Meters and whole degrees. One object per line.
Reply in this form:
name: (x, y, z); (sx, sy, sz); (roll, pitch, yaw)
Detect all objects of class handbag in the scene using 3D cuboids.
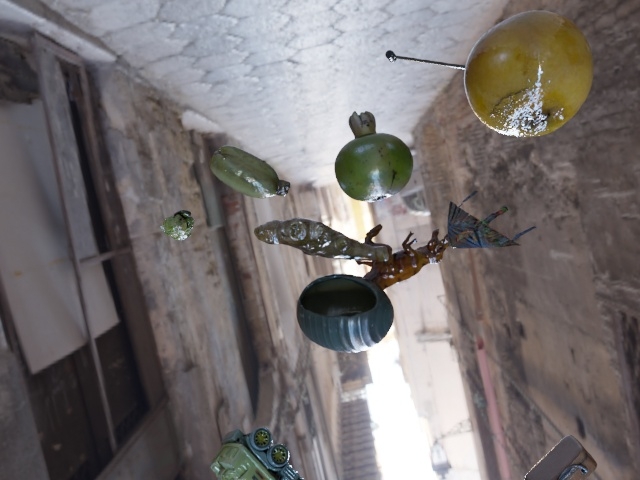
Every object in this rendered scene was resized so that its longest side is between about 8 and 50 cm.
handbag: (0.684, 0.658, 1.947); (0.193, 0.072, 0.151); (-42, -176, 3)

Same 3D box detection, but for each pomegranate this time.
pomegranate: (0.106, -0.186, 1.579); (0.179, 0.210, 0.179); (-42, 173, -6)

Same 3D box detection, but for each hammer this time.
hammer: (0.347, -0.559, 2.146); (0.292, 0.029, 0.058); (14, -174, 19)

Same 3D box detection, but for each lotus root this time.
lotus root: (-0.154, -0.141, 1.492); (0.077, 0.183, 0.090); (-58, -173, 53)

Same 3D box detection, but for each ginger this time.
ginger: (-0.002, 0.000, 1.680); (0.333, 0.080, 0.166); (12, 169, -33)

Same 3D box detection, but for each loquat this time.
loquat: (0.431, -0.344, 1.424); (0.263, 0.263, 0.263); (-13, -176, 1)

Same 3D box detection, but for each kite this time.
kite: (0.309, -0.025, 1.335); (0.160, 0.010, 0.183); (-33, -133, -20)

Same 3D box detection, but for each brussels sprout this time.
brussels sprout: (-0.367, -0.042, 1.790); (0.085, 0.085, 0.058); (-15, -173, -32)

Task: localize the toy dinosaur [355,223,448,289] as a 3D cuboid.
toy dinosaur: (0.160, 0.075, 1.871); (0.432, 0.208, 0.097); (-38, 157, -10)

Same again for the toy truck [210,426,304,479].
toy truck: (-0.084, 0.374, 1.016); (0.116, 0.191, 0.085); (-48, -172, -37)

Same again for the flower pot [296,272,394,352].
flower pot: (0.059, 0.175, 1.651); (0.243, 0.157, 0.189); (8, -123, 25)
